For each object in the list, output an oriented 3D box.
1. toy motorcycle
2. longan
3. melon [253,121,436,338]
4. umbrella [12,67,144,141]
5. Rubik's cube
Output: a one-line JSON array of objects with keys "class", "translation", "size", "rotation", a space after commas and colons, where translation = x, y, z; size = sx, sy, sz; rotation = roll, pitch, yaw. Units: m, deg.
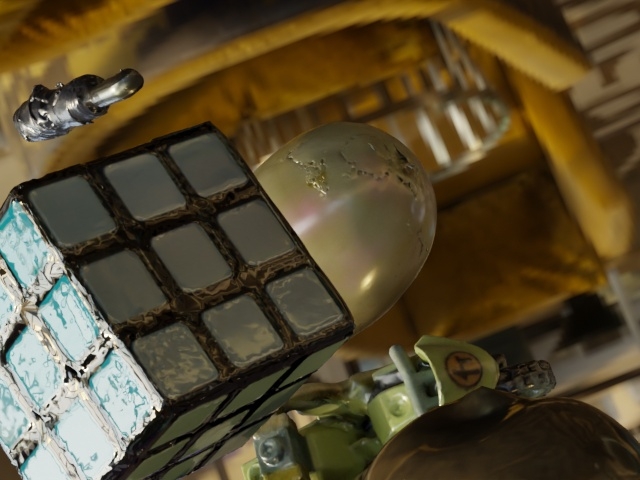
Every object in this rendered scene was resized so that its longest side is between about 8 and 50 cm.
[{"class": "toy motorcycle", "translation": [0.087, 0.233, 2.098], "size": [0.410, 0.168, 0.237], "rotation": [-27, 153, 14]}, {"class": "longan", "translation": [0.169, 0.277, 1.498], "size": [0.288, 0.288, 0.350], "rotation": [-8, -169, -41]}, {"class": "melon", "translation": [0.000, 0.000, 1.940], "size": [0.223, 0.223, 0.317], "rotation": [-5, 148, -45]}, {"class": "umbrella", "translation": [-0.279, -0.159, 1.916], "size": [0.071, 0.071, 0.248], "rotation": [-11, 180, -33]}, {"class": "Rubik's cube", "translation": [-0.107, 0.050, 1.004], "size": [0.163, 0.160, 0.162], "rotation": [-23, 161, -42]}]
